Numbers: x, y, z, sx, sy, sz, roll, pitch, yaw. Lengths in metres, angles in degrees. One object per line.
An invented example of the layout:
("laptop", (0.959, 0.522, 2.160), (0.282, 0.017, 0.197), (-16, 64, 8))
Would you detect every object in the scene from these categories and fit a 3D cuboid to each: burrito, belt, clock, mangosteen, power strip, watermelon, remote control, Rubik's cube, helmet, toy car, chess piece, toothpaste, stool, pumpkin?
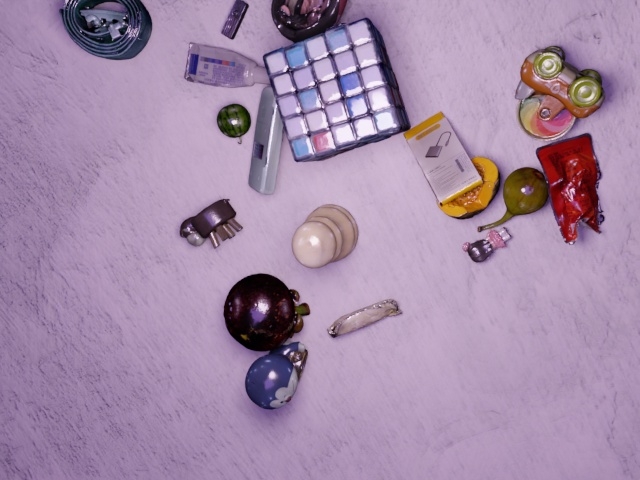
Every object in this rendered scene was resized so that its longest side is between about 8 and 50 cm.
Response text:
("burrito", (0.121, 0.224, 1.983), (0.229, 0.063, 0.058), (-20, 84, 12))
("belt", (-0.623, -0.634, 1.979), (0.267, 0.116, 0.207), (18, 99, 6))
("clock", (-0.125, 0.390, 1.969), (0.146, 0.243, 0.200), (23, 105, 10))
("mangosteen", (-0.147, 0.205, 1.973), (0.265, 0.228, 0.228), (3, 102, -27))
("power strip", (-0.243, -0.629, 1.943), (0.038, 0.029, 0.111), (29, 103, 6))
("watermelon", (-0.245, -0.338, 1.954), (0.109, 0.109, 0.109), (2, 99, 11))
("remote control", (-0.148, -0.284, 1.927), (0.056, 0.140, 0.297), (4, 103, -26))
("Rubik's cube", (0.053, -0.380, 1.788), (0.291, 0.287, 0.293), (-19, 94, 15))
("helmet", (-0.014, -0.642, 1.836), (0.198, 0.154, 0.253), (32, 85, 25))
("toy car", (0.594, -0.367, 1.768), (0.235, 0.145, 0.235), (9, 114, 20))
("chess piece", (0.000, 0.000, 1.852), (0.167, 0.299, 0.167), (2, 100, 13))
("toothpaste", (-0.262, -0.488, 1.960), (0.282, 0.068, 0.099), (15, 71, 19))
("stool", (-0.324, -0.039, 2.008), (0.217, 0.125, 0.121), (-33, 93, 24))
("pumpkin", (0.408, -0.128, 1.843), (0.183, 0.107, 0.119), (-45, 53, 7))

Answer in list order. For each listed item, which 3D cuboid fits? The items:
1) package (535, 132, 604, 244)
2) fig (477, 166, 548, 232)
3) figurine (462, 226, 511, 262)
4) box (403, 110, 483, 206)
("package", (0.664, -0.132, 1.781), (0.194, 0.071, 0.270), (-19, 102, -31))
("fig", (0.514, -0.091, 1.839), (0.124, 0.124, 0.236), (39, 122, 4))
("figurine", (0.459, 0.008, 1.885), (0.129, 0.054, 0.072), (-35, 86, 13))
("box", (0.327, -0.222, 1.841), (0.129, 0.033, 0.247), (-30, 61, 15))
